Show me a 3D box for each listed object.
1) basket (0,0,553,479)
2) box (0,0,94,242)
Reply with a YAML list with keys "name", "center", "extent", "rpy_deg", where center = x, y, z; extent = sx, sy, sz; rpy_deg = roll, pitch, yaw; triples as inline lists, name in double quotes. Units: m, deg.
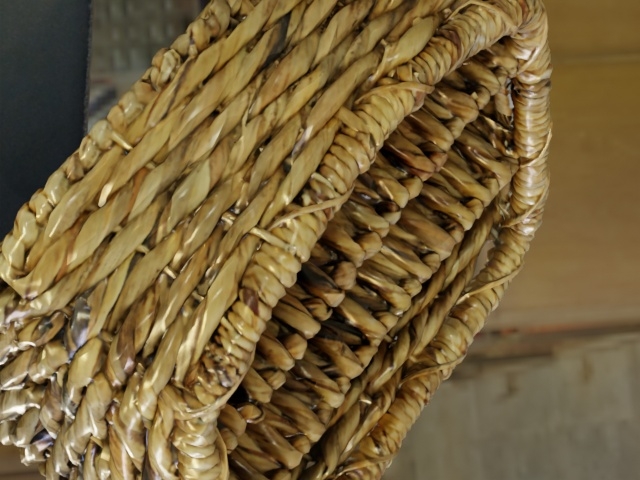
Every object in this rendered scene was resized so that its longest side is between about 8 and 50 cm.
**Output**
- name: "basket"
  center: [0.000, 0.000, 0.808]
  extent: [0.299, 0.223, 0.213]
  rpy_deg: [-51, 6, -29]
- name: "box"
  center: [-0.307, -0.164, 1.098]
  extent: [0.472, 0.297, 0.480]
  rpy_deg: [-162, 75, -73]
